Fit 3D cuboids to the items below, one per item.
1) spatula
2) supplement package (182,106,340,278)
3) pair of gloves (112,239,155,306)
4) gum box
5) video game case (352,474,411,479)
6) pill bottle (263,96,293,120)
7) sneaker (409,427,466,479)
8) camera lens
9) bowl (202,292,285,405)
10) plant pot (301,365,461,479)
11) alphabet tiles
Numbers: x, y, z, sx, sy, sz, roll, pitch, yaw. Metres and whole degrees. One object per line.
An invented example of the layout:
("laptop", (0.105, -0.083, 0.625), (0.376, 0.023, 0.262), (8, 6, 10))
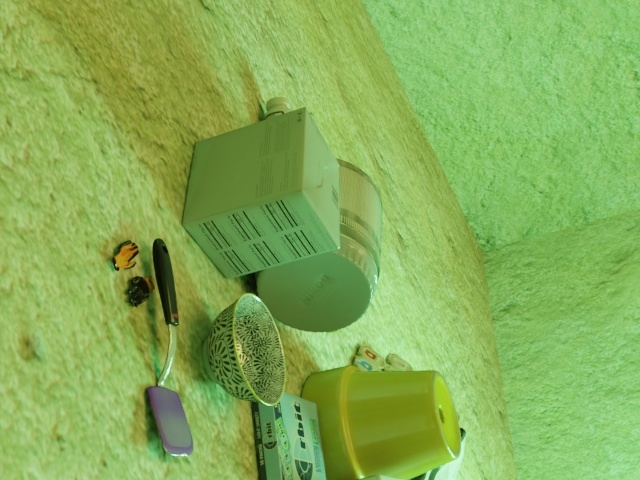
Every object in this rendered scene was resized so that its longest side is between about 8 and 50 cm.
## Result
("spatula", (-0.201, 0.136, 1.172), (0.084, 0.030, 0.296), (36, 45, -63))
("supplement package", (-0.088, -0.074, 1.423), (0.149, 0.203, 0.194), (57, 25, -43))
("pair of gloves", (-0.246, 0.043, 1.163), (0.074, 0.010, 0.083), (-59, 133, -68))
("gum box", (-0.049, 0.332, 1.451), (0.184, 0.041, 0.157), (39, 39, -60))
("video game case", (0.049, 0.417, 1.455), (0.190, 0.173, 0.022), (38, 37, -61))
("pill bottle", (-0.081, -0.228, 1.798), (0.067, 0.067, 0.120), (41, 38, -60))
("sneaker", (0.212, 0.571, 1.900), (0.447, 0.169, 0.257), (-20, 103, -64))
("camera lens", (0.000, 0.000, 1.593), (0.274, 0.219, 0.219), (-84, 152, -50))
("bowl", (-0.122, 0.169, 1.312), (0.170, 0.080, 0.170), (-16, 90, -72))
("plant pot", (0.120, 0.342, 1.630), (0.254, 0.239, 0.254), (-17, 90, -71))
("alphabet tiles", (0.185, 0.344, 1.938), (0.278, 0.021, 0.284), (36, 21, 0))
